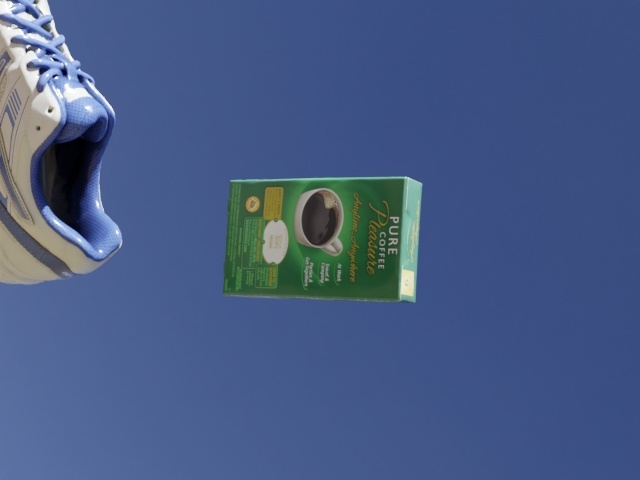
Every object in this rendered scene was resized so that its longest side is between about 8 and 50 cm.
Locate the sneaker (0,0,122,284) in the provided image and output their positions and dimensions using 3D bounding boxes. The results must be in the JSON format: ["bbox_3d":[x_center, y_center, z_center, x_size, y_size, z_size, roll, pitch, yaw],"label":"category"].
[{"bbox_3d":[-0.205,-0.116,0.829,0.131,0.112,0.296,-1,-77,32],"label":"sneaker"}]

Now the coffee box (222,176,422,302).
[{"bbox_3d":[0.000,0.000,1.036,0.184,0.040,0.113,-1,-98,27],"label":"coffee box"}]
